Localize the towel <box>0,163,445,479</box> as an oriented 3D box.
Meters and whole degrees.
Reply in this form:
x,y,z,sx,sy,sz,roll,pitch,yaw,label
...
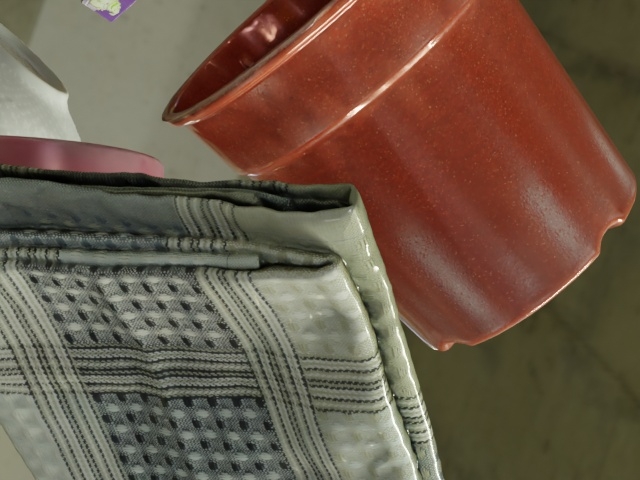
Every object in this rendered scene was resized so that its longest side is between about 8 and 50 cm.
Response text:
x,y,z,sx,sy,sz,roll,pitch,yaw,label
-0.085,0.092,1.028,0.056,0.312,0.324,-57,141,-43,towel

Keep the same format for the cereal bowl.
x,y,z,sx,sy,sz,roll,pitch,yaw,label
-0.386,-0.165,1.853,0.141,0.339,0.339,-48,-167,5,cereal bowl

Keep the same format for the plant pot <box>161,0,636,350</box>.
x,y,z,sx,sy,sz,roll,pitch,yaw,label
0.074,-0.081,1.217,0.272,0.265,0.272,-39,-166,12,plant pot

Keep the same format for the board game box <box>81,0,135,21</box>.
x,y,z,sx,sy,sz,roll,pitch,yaw,label
-0.178,-0.394,1.641,0.208,0.056,0.347,-35,-134,19,board game box

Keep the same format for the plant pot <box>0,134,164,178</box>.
x,y,z,sx,sy,sz,roll,pitch,yaw,label
-0.219,0.026,1.227,0.201,0.201,0.180,156,-62,-77,plant pot
